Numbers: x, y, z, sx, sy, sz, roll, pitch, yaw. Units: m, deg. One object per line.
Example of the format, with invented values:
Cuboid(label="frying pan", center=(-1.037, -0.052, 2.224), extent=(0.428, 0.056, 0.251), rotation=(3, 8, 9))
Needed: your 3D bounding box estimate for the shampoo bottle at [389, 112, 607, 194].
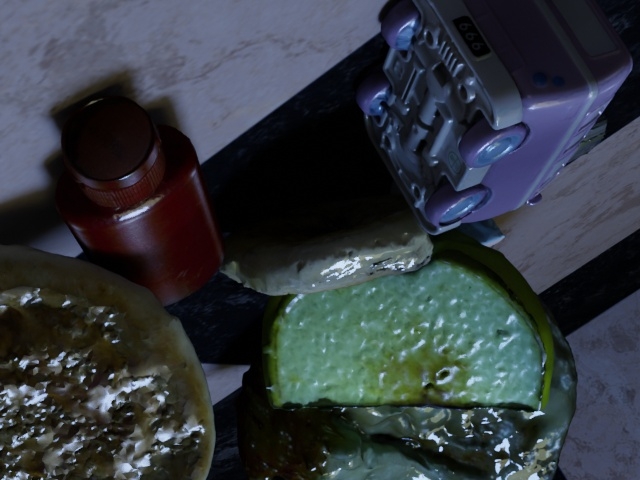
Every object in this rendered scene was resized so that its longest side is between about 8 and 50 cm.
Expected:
Cuboid(label="shampoo bottle", center=(0.179, -0.080, 1.263), extent=(0.227, 0.055, 0.086), rotation=(-23, 168, -25))

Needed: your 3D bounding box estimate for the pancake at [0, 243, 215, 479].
Cuboid(label="pancake", center=(-0.206, 0.130, 0.868), extent=(0.282, 0.282, 0.049), rotation=(-26, -165, -14))

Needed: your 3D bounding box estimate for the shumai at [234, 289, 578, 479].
Cuboid(label="shumai", center=(0.070, 0.191, 1.483), extent=(0.397, 0.324, 0.323), rotation=(-44, 145, 25))

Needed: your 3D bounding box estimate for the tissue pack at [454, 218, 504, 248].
Cuboid(label="tissue pack", center=(0.146, 0.002, 1.438), extent=(0.094, 0.058, 0.074), rotation=(-18, 161, -35))

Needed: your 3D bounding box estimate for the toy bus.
Cuboid(label="toy bus", center=(0.124, -0.107, 0.947), extent=(0.142, 0.142, 0.202), rotation=(-24, 161, -21))

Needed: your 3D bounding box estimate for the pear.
Cuboid(label="pear", center=(0.092, 0.061, 1.256), extent=(0.293, 0.159, 0.292), rotation=(-2, -170, 0))

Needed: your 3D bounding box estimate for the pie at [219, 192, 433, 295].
Cuboid(label="pie", center=(0.000, 0.003, 1.075), extent=(0.185, 0.052, 0.218), rotation=(-13, -167, -6))

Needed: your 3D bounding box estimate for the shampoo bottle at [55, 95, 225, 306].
Cuboid(label="shampoo bottle", center=(-0.127, -0.022, 0.897), extent=(0.102, 0.064, 0.260), rotation=(-27, 162, -8))
